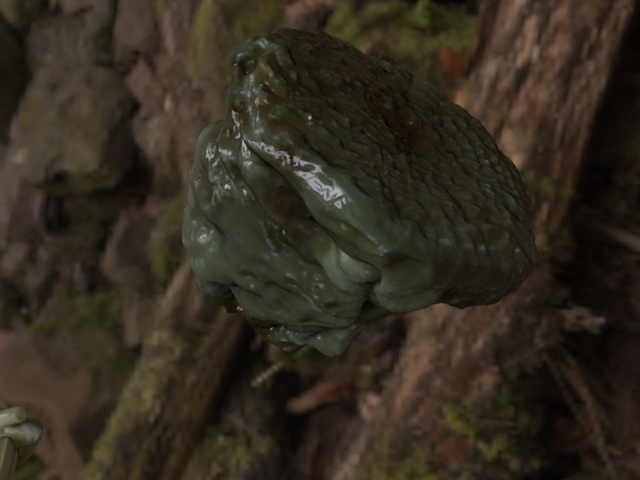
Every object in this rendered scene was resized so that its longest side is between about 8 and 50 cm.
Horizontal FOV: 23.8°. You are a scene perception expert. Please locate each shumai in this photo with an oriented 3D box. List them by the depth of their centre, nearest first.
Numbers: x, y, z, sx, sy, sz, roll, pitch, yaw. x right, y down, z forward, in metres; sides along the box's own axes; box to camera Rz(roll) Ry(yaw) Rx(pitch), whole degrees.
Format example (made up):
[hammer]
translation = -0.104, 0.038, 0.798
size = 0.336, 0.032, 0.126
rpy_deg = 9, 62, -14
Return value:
[shumai]
translation = 0.000, 0.000, 1.268
size = 0.263, 0.309, 0.304
rpy_deg = -48, 13, 29

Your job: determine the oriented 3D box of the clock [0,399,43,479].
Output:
[clock]
translation = -0.346, 0.147, 1.084
size = 0.120, 0.379, 0.276
rpy_deg = -15, 25, 44
